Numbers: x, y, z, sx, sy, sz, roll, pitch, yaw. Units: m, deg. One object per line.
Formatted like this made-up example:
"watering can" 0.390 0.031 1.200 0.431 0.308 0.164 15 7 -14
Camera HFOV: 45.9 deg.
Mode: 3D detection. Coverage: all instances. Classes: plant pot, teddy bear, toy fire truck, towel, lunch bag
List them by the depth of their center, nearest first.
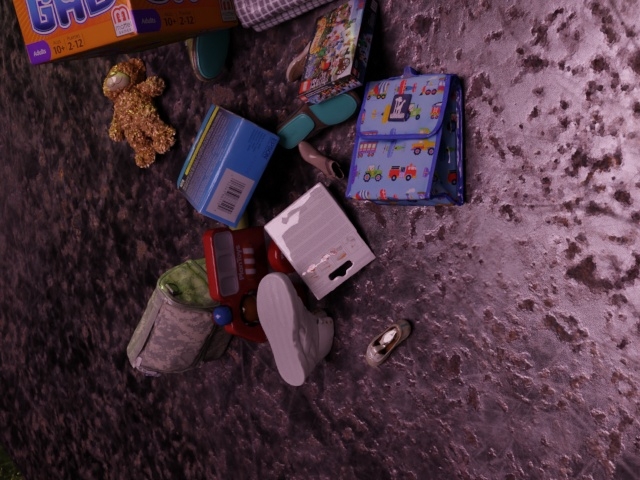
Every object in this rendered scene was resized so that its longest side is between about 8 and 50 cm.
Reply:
"lunch bag" 0.191 -0.225 1.620 0.221 0.138 0.293 3 86 42
"towel" -0.109 -0.664 1.775 0.235 0.121 0.284 -15 86 31
"toy fire truck" -0.182 0.109 1.895 0.169 0.254 0.302 -1 96 42
"plant pot" -0.227 -0.069 2.032 0.083 0.083 0.079 -1 107 42
"lunch bag" -0.382 0.218 2.088 0.212 0.256 0.305 47 125 26
"teddy bear" -0.546 -0.381 2.235 0.245 0.113 0.338 -14 88 40

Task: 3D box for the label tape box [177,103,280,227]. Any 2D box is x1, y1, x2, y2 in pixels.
"label tape box" -0.249 -0.200 1.932 0.249 0.115 0.347 -64 24 5

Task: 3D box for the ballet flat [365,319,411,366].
"ballet flat" 0.145 0.240 1.762 0.057 0.052 0.168 53 127 22

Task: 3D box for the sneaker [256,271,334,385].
"sneaker" -0.055 0.185 1.845 0.108 0.169 0.293 4 116 33

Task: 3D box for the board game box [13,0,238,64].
"board game box" -0.470 -0.632 1.760 0.356 0.356 0.356 -4 105 33

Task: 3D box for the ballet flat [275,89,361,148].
"ballet flat" -0.003 -0.308 1.772 0.280 0.096 0.095 -21 120 44

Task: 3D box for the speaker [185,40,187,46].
"speaker" -0.342 -0.598 2.057 0.055 0.055 0.136 9 103 40

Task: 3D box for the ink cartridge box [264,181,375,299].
"ink cartridge box" 0.000 0.000 1.819 0.181 0.056 0.225 -37 89 11

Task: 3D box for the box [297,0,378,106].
"box" 0.039 -0.422 1.675 0.159 0.044 0.233 -14 54 41

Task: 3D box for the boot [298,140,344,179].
"boot" 0.006 -0.188 1.790 0.042 0.118 0.087 -53 35 -8

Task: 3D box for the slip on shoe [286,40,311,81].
"slip on shoe" -0.031 -0.426 1.815 0.135 0.051 0.041 -44 65 28

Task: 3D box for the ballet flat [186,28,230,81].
"ballet flat" -0.299 -0.594 1.983 0.123 0.123 0.349 14 102 39
